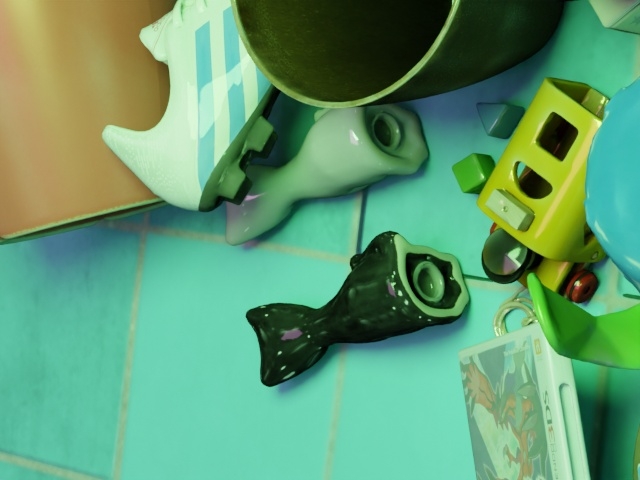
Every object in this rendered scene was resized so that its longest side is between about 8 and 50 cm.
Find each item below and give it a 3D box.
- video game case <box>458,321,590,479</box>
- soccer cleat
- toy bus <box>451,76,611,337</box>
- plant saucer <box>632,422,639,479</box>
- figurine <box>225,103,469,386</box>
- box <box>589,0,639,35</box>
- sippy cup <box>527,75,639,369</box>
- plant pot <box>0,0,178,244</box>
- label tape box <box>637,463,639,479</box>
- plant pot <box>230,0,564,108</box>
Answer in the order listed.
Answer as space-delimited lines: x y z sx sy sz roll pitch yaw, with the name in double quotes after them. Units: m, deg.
0.157 0.162 1.445 0.201 0.023 0.183 144 119 -73 "video game case"
-0.062 -0.186 1.571 0.143 0.116 0.331 29 83 3 "soccer cleat"
0.174 -0.027 1.460 0.191 0.104 0.202 -16 78 36 "toy bus"
0.355 0.176 1.355 0.278 0.041 0.278 -1 89 37 "plant saucer"
0.000 0.000 1.609 0.209 0.092 0.215 -26 72 38 "figurine"
0.215 -0.296 1.444 0.113 0.094 0.275 -38 67 31 "box"
0.294 -0.017 1.257 0.240 0.224 0.305 34 93 40 "sippy cup"
-0.232 -0.134 1.692 0.275 0.275 0.243 -14 90 36 "plant pot"
0.304 0.351 1.303 0.249 0.115 0.348 7 107 38 "label tape box"
0.084 -0.201 1.455 0.215 0.230 0.215 -1 88 37 "plant pot"
